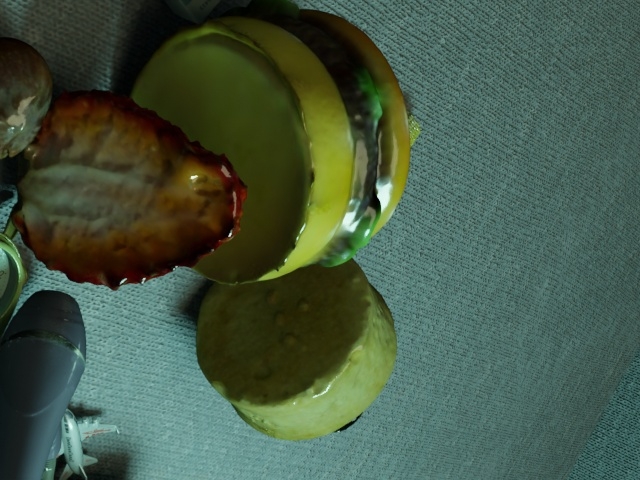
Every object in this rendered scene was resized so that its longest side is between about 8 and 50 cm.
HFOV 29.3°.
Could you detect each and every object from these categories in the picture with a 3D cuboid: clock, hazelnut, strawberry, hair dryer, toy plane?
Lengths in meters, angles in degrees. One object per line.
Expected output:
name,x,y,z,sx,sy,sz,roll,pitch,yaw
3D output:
clock,-0.480,0.046,1.659,0.170,0.069,0.232,27,92,-52
hazelnut,-0.403,-0.178,1.536,0.154,0.143,0.143,-49,143,10
strawberry,-0.245,-0.069,1.636,0.149,0.336,0.265,-26,123,-68
hair dryer,-0.399,0.279,1.747,0.361,0.121,0.301,100,-5,-52
toy plane,-0.395,0.316,1.929,0.162,0.065,0.171,-32,134,-29

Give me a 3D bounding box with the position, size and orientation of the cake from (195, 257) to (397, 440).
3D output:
cake,-0.016,0.194,2.069,0.332,0.332,0.321,-51,147,-10

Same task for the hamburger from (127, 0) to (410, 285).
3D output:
hamburger,-0.062,-0.129,1.747,0.277,0.396,0.395,-19,127,-48

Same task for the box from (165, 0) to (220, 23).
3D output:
box,-0.124,-0.492,1.696,0.343,0.065,0.200,-51,141,-10

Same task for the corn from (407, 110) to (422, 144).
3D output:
corn,0.115,-0.154,2.179,0.165,0.063,0.085,-52,132,-12
